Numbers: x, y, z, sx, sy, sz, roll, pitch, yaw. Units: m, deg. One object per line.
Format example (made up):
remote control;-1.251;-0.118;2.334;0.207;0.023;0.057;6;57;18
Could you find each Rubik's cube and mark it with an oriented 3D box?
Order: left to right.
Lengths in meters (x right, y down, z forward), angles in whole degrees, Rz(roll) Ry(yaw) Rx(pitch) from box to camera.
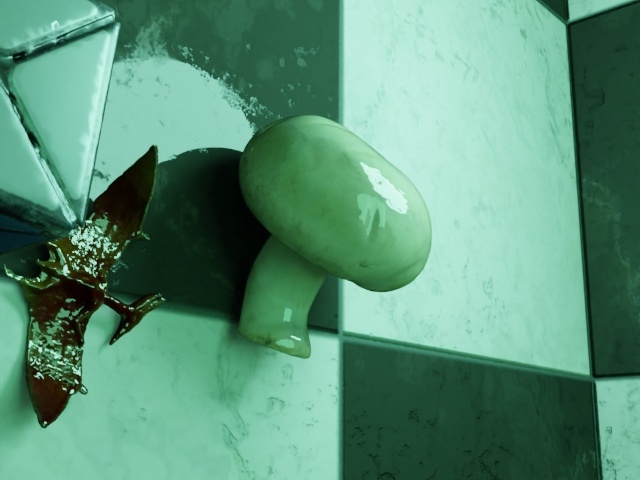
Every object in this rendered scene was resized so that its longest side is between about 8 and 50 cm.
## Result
Rubik's cube;-0.380;-0.139;0.821;0.260;0.259;0.255;28;61;-47

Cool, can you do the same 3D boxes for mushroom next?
mushroom;0.021;-0.025;1.227;0.315;0.315;0.356;36;43;-39

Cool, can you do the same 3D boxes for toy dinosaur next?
toy dinosaur;-0.273;0.060;1.006;0.327;0.113;0.207;-49;118;-42
